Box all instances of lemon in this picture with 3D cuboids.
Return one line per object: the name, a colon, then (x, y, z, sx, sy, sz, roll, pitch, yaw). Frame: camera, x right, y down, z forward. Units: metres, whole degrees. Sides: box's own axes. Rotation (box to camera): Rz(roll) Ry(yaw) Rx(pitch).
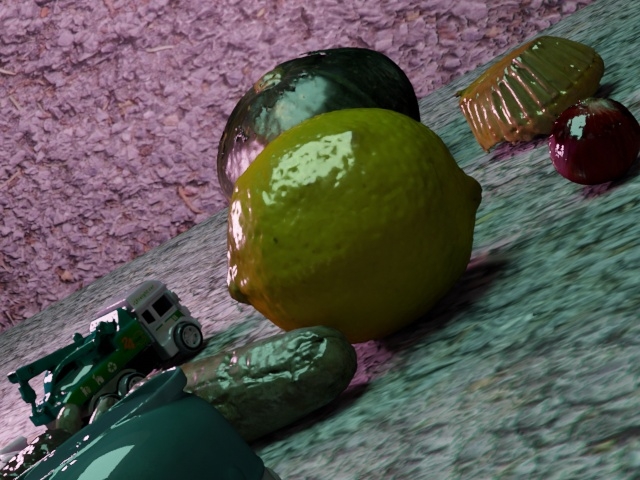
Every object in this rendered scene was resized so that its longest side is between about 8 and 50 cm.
lemon: (0.039, -0.021, 1.602, 0.336, 0.336, 0.336, -32, 11, 7)

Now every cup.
cup: (-0.145, 0.282, 0.958, 0.290, 0.257, 0.219, -37, 6, -16)

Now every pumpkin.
pumpkin: (-0.009, -0.211, 2.491, 0.454, 0.344, 0.454, -37, 12, 9)

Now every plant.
plant: (-0.347, 0.316, 1.668, 0.146, 0.149, 0.274, -25, 10, 35)

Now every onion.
onion: (0.376, -0.135, 1.647, 0.131, 0.131, 0.131, -32, 11, 7)

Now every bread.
bread: (0.379, -0.272, 2.164, 0.274, 0.149, 0.274, -39, 10, 8)

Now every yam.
yam: (-0.098, 0.192, 1.539, 0.330, 0.133, 0.133, -24, 14, 29)

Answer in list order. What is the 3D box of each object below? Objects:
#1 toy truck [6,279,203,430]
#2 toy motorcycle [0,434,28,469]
toy truck: (-0.374, 0.216, 2.128, 0.176, 0.178, 0.363, -23, 12, 44)
toy motorcycle: (-0.517, 0.394, 1.972, 0.171, 0.110, 0.260, -14, 8, 12)
